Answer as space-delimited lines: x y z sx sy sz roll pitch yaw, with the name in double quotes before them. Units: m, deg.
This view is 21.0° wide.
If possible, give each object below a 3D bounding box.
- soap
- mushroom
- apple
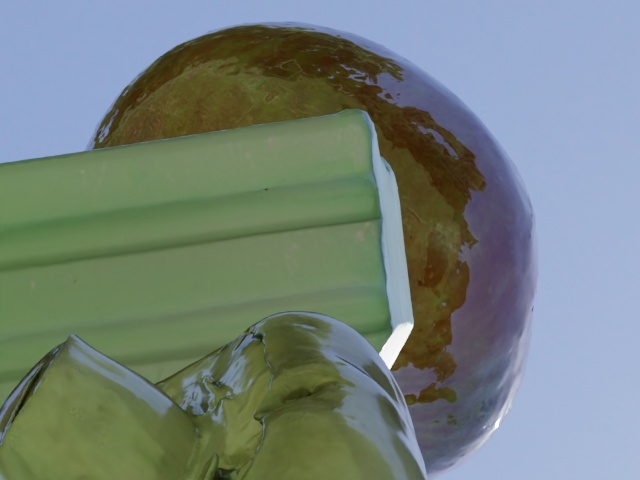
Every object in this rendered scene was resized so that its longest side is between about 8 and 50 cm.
"soap" -0.106 0.055 0.732 0.289 0.095 0.173 -8 -106 9
"mushroom" -0.035 0.080 0.437 0.154 0.122 0.154 -39 -164 13
"apple" 0.000 0.000 1.088 0.277 0.309 0.250 -34 -163 38
